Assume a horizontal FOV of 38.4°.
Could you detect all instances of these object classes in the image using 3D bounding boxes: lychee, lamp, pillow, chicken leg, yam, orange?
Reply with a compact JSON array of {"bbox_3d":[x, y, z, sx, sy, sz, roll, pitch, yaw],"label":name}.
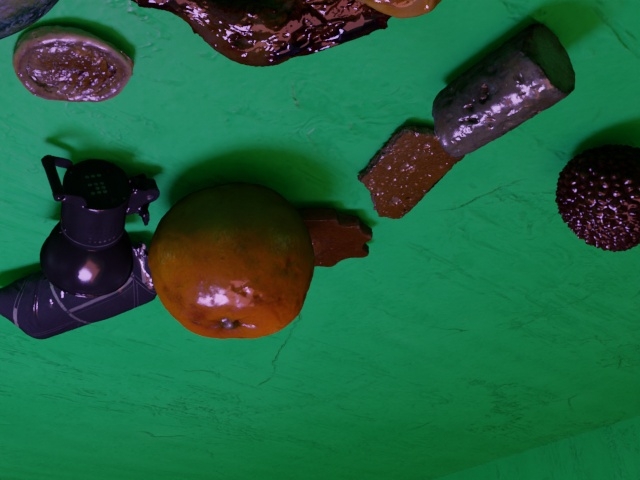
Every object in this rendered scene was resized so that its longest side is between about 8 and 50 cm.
[{"bbox_3d":[0.466,-0.073,1.474,0.188,0.188,0.188,-6,152,-3],"label":"lychee"},{"bbox_3d":[-0.336,-0.036,1.393,0.172,0.147,0.227,-8,147,-27],"label":"lamp"},{"bbox_3d":[-0.418,0.088,1.624,0.335,0.092,0.161,-18,146,16],"label":"pillow"},{"bbox_3d":[-0.047,-0.278,1.070,0.323,0.083,0.177,-14,142,7],"label":"chicken leg"},{"bbox_3d":[0.240,-0.197,1.248,0.107,0.107,0.194,17,144,-38],"label":"yam"},{"bbox_3d":[-0.139,0.031,1.443,0.261,0.261,0.261,-6,152,-3],"label":"orange"}]

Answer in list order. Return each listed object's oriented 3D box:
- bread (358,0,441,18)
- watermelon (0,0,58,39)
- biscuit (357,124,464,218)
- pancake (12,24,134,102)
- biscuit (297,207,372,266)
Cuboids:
[{"bbox_3d":[0.117,-0.358,0.866,0.132,0.166,0.294,24,146,-7],"label":"bread"},{"bbox_3d":[-0.334,-0.293,0.909,0.180,0.224,0.305,46,140,-2],"label":"watermelon"},{"bbox_3d":[0.131,-0.107,1.471,0.131,0.026,0.237,9,148,-25],"label":"biscuit"},{"bbox_3d":[-0.310,-0.218,1.156,0.152,0.025,0.151,-5,151,-3],"label":"pancake"},{"bbox_3d":[0.000,-0.002,1.623,0.215,0.034,0.182,12,147,-36],"label":"biscuit"}]
